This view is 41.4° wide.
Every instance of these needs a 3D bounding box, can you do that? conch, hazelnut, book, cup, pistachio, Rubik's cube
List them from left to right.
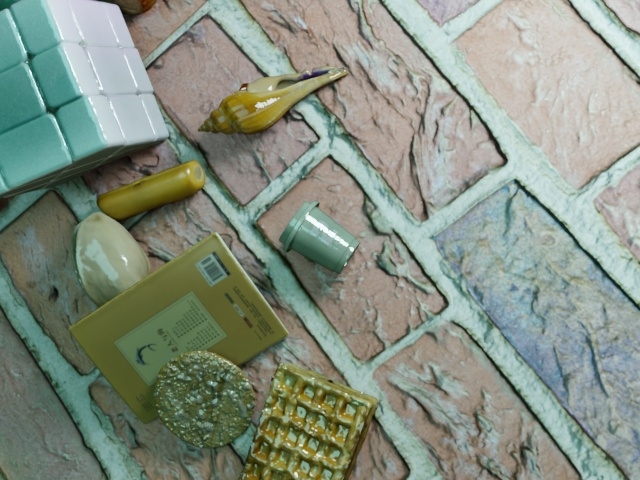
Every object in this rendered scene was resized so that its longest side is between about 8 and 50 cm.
[{"bbox_3d":[-0.550,-0.288,1.726,0.321,0.319,0.316,-21,96,16],"label":"Rubik's cube"},{"bbox_3d":[-0.443,0.048,1.797,0.152,0.126,0.223,-20,86,-31],"label":"pistachio"},{"bbox_3d":[-0.413,-0.563,1.832,0.154,0.143,0.143,1,87,33],"label":"hazelnut"},{"bbox_3d":[-0.293,0.188,1.747,0.389,0.032,0.269,-31,102,12],"label":"book"},{"bbox_3d":[-0.097,-0.282,1.745,0.330,0.109,0.093,-18,121,-5],"label":"conch"},{"bbox_3d":[0.000,0.000,1.687,0.141,0.120,0.120,36,97,3],"label":"cup"}]

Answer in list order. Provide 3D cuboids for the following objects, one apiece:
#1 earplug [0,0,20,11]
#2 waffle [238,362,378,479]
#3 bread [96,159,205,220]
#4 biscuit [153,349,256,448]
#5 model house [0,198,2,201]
[{"bbox_3d":[-0.637,-0.512,1.880,0.257,0.164,0.280,36,104,8],"label":"earplug"},{"bbox_3d":[-0.036,0.419,1.680,0.212,0.091,0.308,21,92,17],"label":"waffle"},{"bbox_3d":[-0.360,-0.102,1.807,0.239,0.092,0.074,-18,102,16],"label":"bread"},{"bbox_3d":[-0.239,0.328,1.747,0.219,0.033,0.220,2,103,7],"label":"biscuit"},{"bbox_3d":[-0.867,-0.226,1.883,0.280,0.245,0.312,4,78,13],"label":"model house"}]
